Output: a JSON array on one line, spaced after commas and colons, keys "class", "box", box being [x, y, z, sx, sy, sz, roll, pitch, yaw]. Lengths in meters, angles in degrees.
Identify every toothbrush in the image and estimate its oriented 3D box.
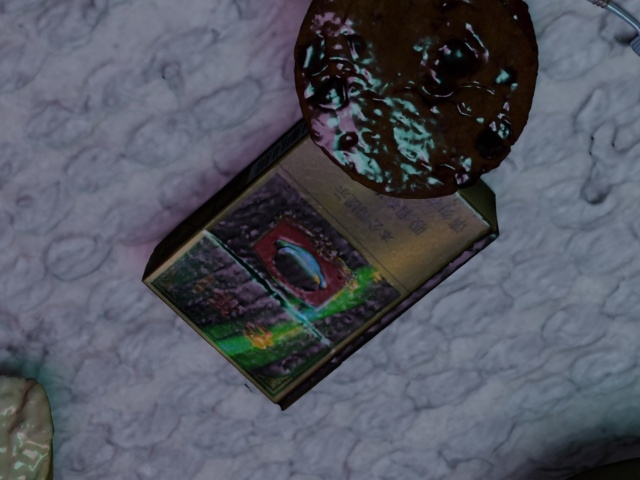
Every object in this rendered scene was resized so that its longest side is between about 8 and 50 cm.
[{"class": "toothbrush", "box": [0.179, -0.189, 1.203, 0.193, 0.013, 0.019, 38, 123, -14]}]

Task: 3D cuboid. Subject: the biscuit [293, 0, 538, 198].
[{"class": "biscuit", "box": [0.069, -0.125, 1.187, 0.192, 0.049, 0.192, -1, 92, -17]}]

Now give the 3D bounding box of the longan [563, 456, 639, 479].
[{"class": "longan", "box": [0.268, 0.316, 1.303, 0.318, 0.319, 0.319, 2, 118, 5]}]

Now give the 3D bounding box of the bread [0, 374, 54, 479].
[{"class": "bread", "box": [-0.325, 0.229, 1.361, 0.183, 0.211, 0.224, 19, 123, 4]}]

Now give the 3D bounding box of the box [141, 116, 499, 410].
[{"class": "box", "box": [0.000, 0.000, 1.288, 0.159, 0.071, 0.240, 42, 112, -17]}]
